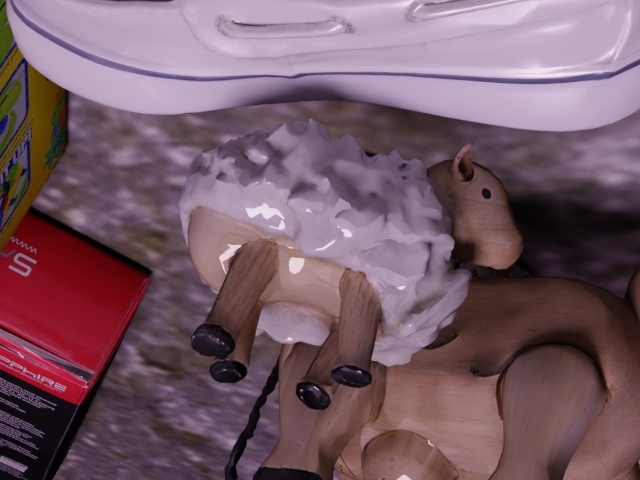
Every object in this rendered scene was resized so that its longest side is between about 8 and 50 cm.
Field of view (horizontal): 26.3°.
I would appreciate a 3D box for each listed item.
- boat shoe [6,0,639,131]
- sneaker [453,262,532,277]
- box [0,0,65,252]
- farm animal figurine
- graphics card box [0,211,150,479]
[{"bbox_3d":[-0.003,-0.102,0.493,0.258,0.095,0.084,3,141,17],"label":"boat shoe"},{"bbox_3d":[0.076,0.014,0.662,0.037,0.032,0.083,4,144,33],"label":"sneaker"},{"bbox_3d":[-0.279,-0.105,0.599,0.290,0.177,0.279,25,151,2],"label":"box"},{"bbox_3d":[0.122,0.076,0.569,0.326,0.172,0.330,10,143,15],"label":"farm animal figurine"},{"bbox_3d":[-0.268,0.072,0.962,0.232,0.094,0.371,28,150,-4],"label":"graphics card box"}]
